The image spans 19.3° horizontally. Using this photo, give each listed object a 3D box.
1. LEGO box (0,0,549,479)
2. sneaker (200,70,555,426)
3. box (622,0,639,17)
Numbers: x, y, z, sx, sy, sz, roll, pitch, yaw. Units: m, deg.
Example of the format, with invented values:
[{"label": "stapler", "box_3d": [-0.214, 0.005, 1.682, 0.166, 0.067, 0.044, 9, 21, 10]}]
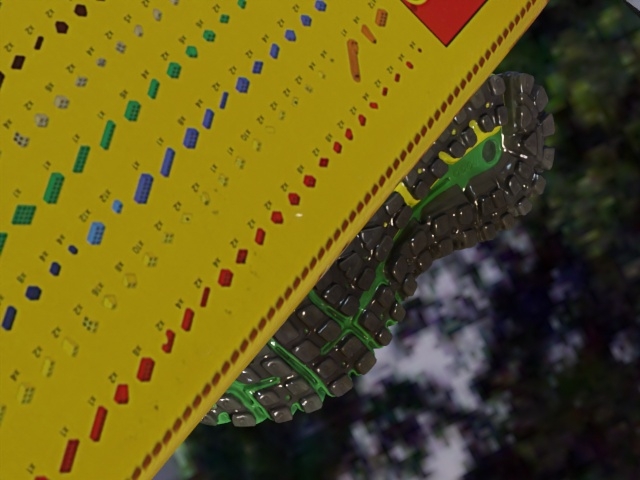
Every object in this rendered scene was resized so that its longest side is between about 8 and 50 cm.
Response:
[{"label": "LEGO box", "box_3d": [-0.173, 0.042, 0.609, 0.193, 0.500, 0.372, 45, -43, -5]}, {"label": "sneaker", "box_3d": [0.000, 0.000, 1.261, 0.146, 0.343, 0.134, 16, -45, 50]}, {"label": "box", "box_3d": [0.234, -0.116, 1.002, 0.232, 0.058, 0.322, 45, 4, 9]}]
